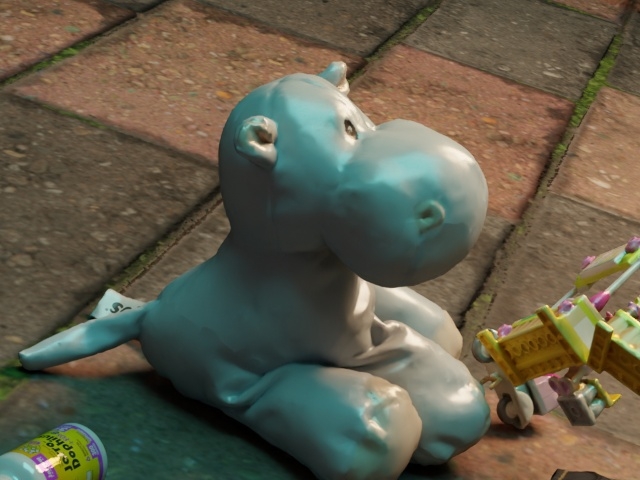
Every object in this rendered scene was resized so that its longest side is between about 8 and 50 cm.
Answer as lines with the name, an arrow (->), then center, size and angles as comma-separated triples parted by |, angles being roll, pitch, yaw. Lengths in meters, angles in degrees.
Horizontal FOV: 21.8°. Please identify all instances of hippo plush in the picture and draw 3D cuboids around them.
hippo plush -> 0.000, 0.000, 1.117 | 0.294, 0.237, 0.234 | 22, 23, 14

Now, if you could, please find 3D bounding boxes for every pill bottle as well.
pill bottle -> -0.161, 0.135, 0.943 | 0.043, 0.043, 0.083 | 25, 24, 21

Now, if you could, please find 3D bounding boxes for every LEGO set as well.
LEGO set -> 0.220, 0.070, 1.101 | 0.107, 0.132, 0.287 | -39, 26, -27

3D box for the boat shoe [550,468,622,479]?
boat shoe -> 0.066, 0.193, 0.848 | 0.130, 0.132, 0.355 | 24, 22, 17
